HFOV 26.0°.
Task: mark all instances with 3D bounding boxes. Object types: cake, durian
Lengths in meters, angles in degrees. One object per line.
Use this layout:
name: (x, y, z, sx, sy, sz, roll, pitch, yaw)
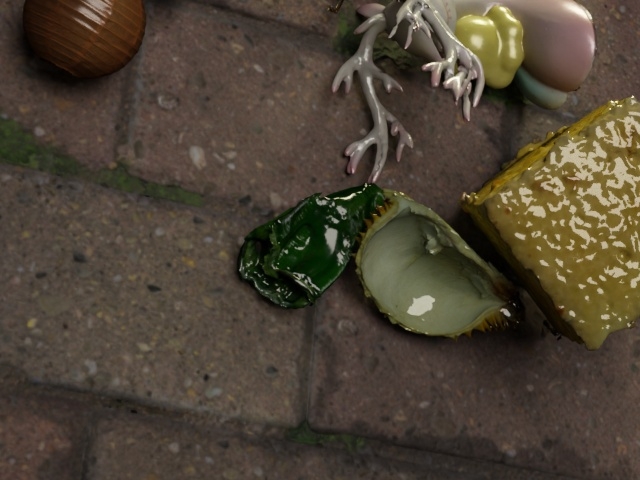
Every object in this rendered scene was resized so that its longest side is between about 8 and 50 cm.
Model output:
cake: (0.316, -0.020, 1.662, 0.222, 0.286, 0.227, -35, 92, -1)
durian: (0.133, 0.035, 1.613, 0.252, 0.139, 0.144, 46, 64, -13)

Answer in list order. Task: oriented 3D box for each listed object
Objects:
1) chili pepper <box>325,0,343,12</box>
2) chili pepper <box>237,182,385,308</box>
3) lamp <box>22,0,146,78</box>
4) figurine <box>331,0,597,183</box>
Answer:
chili pepper: (0.050, -0.390, 1.767, 0.059, 0.050, 0.268, 36, 58, -34)
chili pepper: (0.001, 0.000, 1.609, 0.216, 0.062, 0.108, -34, 95, -31)
lamp: (-0.259, -0.245, 1.524, 0.136, 0.136, 0.136, 8, 70, -23)
figurine: (0.174, -0.226, 1.694, 0.315, 0.206, 0.284, 4, 61, -19)
